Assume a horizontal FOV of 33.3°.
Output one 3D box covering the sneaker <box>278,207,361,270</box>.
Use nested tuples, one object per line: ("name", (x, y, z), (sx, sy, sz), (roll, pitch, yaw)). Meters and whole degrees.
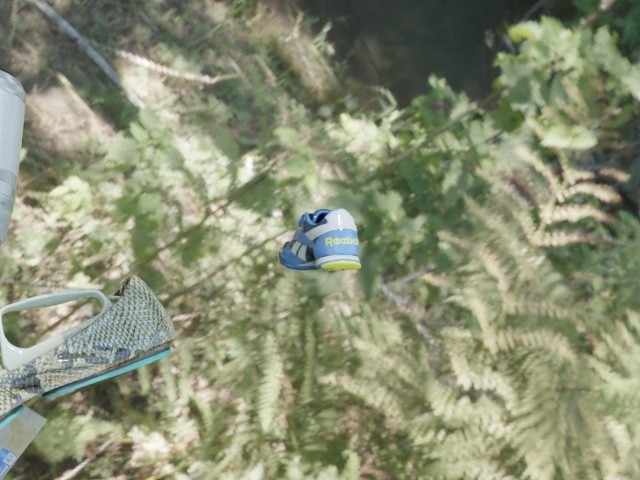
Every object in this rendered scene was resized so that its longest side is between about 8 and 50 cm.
("sneaker", (0.000, 0.000, 1.035), (0.053, 0.144, 0.059), (-3, 89, -24))

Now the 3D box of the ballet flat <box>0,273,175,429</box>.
("ballet flat", (-0.450, 0.191, 1.583), (0.483, 0.164, 0.182), (-29, 94, -24))

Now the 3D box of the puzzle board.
("puzzle board", (-0.511, 0.309, 1.694), (0.096, 0.011, 0.128), (38, 88, -21))

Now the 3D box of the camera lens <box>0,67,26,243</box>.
("camera lens", (-0.582, -0.141, 1.671), (0.219, 0.219, 0.274), (11, 78, -38))
